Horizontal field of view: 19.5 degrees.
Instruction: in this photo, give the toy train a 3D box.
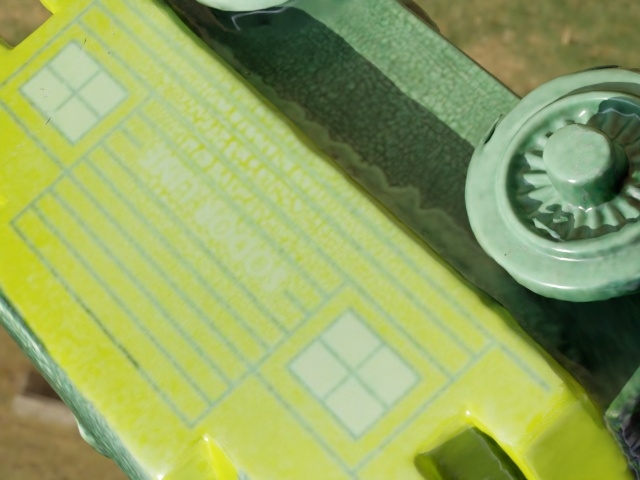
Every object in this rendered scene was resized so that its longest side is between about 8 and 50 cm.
[{"bbox_3d":[0.000,0.000,0.830,0.442,0.272,0.179,43,174,37],"label":"toy train"}]
